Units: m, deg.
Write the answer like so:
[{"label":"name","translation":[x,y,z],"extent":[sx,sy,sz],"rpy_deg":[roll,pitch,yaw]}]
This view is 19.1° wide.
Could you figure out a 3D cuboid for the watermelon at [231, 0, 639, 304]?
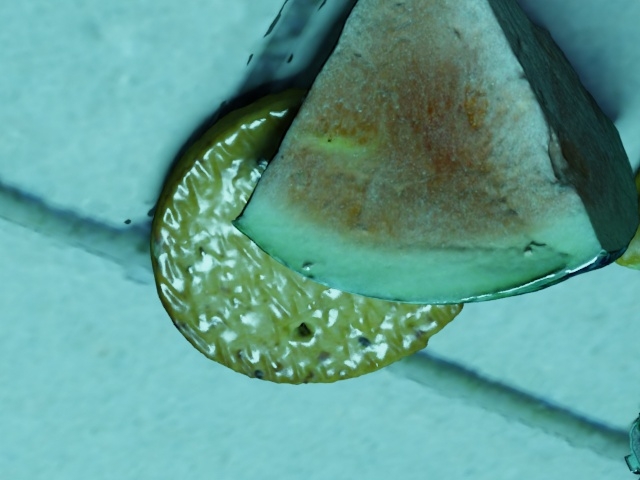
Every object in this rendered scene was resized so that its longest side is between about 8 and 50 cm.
[{"label":"watermelon","translation":[0.058,-0.049,0.976],"extent":[0.207,0.202,0.136],"rpy_deg":[-5,160,4]}]

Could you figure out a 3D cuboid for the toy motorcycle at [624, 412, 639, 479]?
[{"label":"toy motorcycle","translation":[0.262,0.107,1.134],"extent":[0.173,0.058,0.100],"rpy_deg":[-32,129,12]}]

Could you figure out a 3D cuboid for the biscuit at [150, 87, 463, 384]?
[{"label":"biscuit","translation":[0.000,0.000,1.036],"extent":[0.188,0.027,0.187],"rpy_deg":[-5,122,-9]}]

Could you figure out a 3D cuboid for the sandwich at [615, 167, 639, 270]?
[{"label":"sandwich","translation":[0.277,-0.019,0.971],"extent":[0.155,0.198,0.227],"rpy_deg":[19,116,-20]}]
